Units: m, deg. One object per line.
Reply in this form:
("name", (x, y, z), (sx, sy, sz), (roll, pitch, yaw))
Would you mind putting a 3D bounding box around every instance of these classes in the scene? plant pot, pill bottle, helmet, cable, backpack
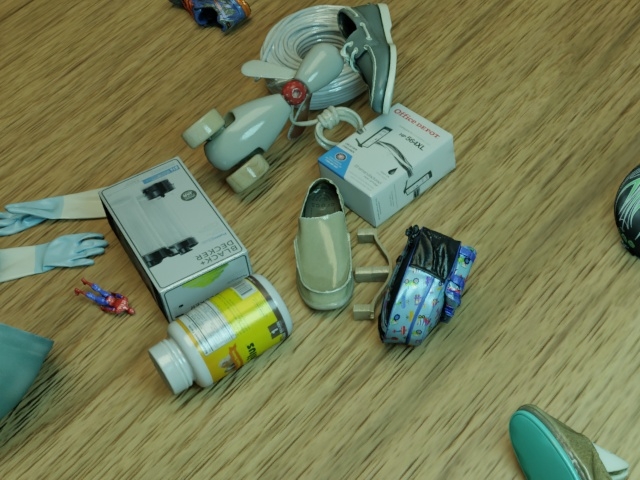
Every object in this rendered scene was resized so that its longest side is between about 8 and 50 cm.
("plant pot", (-0.582, 0.200, 1.597), (0.293, 0.293, 0.196), (13, 78, 22))
("pill bottle", (-0.159, 0.151, 1.640), (0.215, 0.117, 0.117), (-31, 50, -16))
("helmet", (0.553, -0.058, 1.658), (0.169, 0.162, 0.169), (-5, 48, 6))
("cable", (0.005, -0.371, 2.098), (0.257, 0.089, 0.257), (-1, 48, 9))
("backpack", (0.157, 0.086, 1.618), (0.116, 0.158, 0.173), (20, 67, 4))

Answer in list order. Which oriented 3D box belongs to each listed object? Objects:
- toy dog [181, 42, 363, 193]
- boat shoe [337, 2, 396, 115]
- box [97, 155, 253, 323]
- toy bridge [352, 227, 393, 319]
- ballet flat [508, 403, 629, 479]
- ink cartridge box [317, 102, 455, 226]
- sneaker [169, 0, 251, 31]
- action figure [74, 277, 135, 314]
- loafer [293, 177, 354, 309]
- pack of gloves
("toy dog", (-0.103, -0.229, 1.951), (0.333, 0.220, 0.161), (-22, 10, -15))
("boat shoe", (0.082, -0.337, 1.924), (0.099, 0.116, 0.319), (3, 42, -5))
("box", (-0.252, -0.006, 1.816), (0.169, 0.087, 0.290), (-25, 49, -15))
("toy bridge", (0.089, 0.056, 1.739), (0.063, 0.026, 0.188), (-2, 48, 7))
("ballet flat", (0.377, 0.353, 1.372), (0.124, 0.116, 0.342), (-8, 44, -24))
("ink cartridge box", (0.120, -0.139, 1.868), (0.203, 0.086, 0.148), (-38, 52, -21))
("sneaker", (-0.261, -0.519, 2.292), (0.221, 0.083, 0.087), (22, 64, 31))
("action figure", (-0.365, 0.101, 1.786), (0.115, 0.030, 0.038), (22, 61, 22))
("loafer", (0.000, 0.000, 1.762), (0.101, 0.092, 0.269), (-9, 48, 3))
("pack of gloves", (-0.503, -0.023, 1.913), (0.232, 0.046, 0.195), (-11, 47, 2))
